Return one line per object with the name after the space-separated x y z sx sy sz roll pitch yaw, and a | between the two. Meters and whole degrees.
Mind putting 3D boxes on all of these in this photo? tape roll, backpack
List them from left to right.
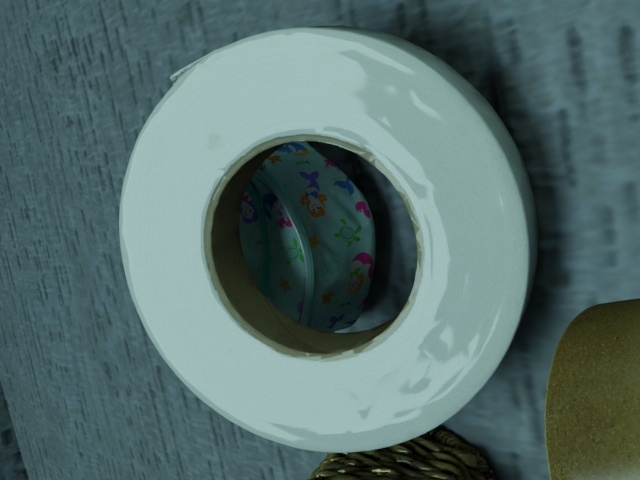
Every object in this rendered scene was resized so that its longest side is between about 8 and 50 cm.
-0.063 -0.005 1.090 0.253 0.191 0.225 39 133 34 | backpack
0.000 0.000 0.905 0.392 0.072 0.391 5 104 19 | tape roll

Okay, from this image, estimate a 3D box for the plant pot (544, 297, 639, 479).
0.306 0.122 0.585 0.254 0.237 0.237 -23 85 43 | plant pot

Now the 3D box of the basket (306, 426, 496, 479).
0.114 0.348 1.063 0.214 0.223 0.299 0 107 21 | basket
